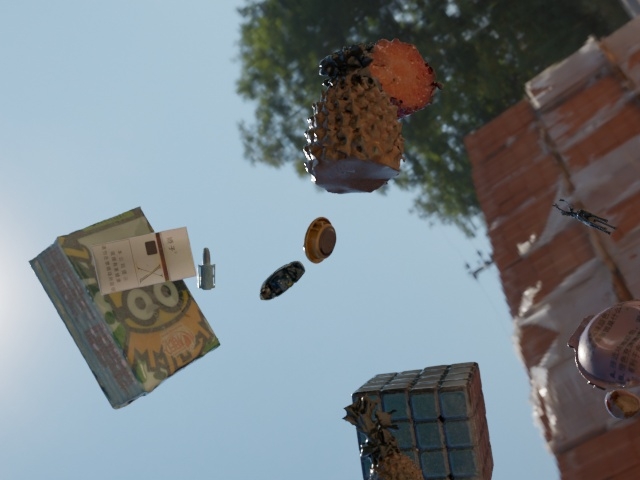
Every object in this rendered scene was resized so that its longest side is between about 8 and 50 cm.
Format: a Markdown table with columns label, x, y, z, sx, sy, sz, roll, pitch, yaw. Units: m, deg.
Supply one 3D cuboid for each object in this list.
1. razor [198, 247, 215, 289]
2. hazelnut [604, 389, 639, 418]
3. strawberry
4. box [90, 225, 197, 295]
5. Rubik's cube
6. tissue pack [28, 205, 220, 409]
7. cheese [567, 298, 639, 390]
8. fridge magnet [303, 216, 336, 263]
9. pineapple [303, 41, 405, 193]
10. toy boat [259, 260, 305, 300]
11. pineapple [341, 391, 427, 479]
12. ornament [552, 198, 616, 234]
| label | x | y | z | sx | sy | sz | roll | pitch | yaw |
| --- | --- | --- | --- | --- | --- | --- | --- | --- | --- |
| razor | -0.268 | 0.054 | 1.979 | 0.040 | 0.068 | 0.135 | 0 | -153 | -9 |
| hazelnut | 0.769 | 0.416 | 2.159 | 0.086 | 0.086 | 0.086 | 43 | -154 | -27 |
| strawberry | 0.189 | -0.417 | 2.291 | 0.234 | 0.178 | 0.233 | 11 | -116 | -24 |
| box | -0.283 | 0.032 | 1.364 | 0.040 | 0.154 | 0.083 | -171 | 70 | -84 |
| Rubik's cube | 0.303 | 0.559 | 2.438 | 0.344 | 0.337 | 0.344 | -5 | -95 | -75 |
| tissue pack | -0.348 | 0.115 | 1.531 | 0.310 | 0.128 | 0.228 | 59 | -147 | 0 |
| cheese | 0.512 | 0.166 | 1.312 | 0.189 | 0.286 | 0.074 | -53 | -58 | -20 |
| fridge magnet | 0.000 | 0.000 | 2.516 | 0.143 | 0.063 | 0.143 | -21 | -65 | -53 |
| pineapple | 0.069 | -0.289 | 1.800 | 0.223 | 0.223 | 0.357 | 26 | -123 | -49 |
| toy boat | -0.097 | 0.102 | 2.102 | 0.060 | 0.137 | 0.061 | 61 | 169 | -24 |
| pineapple | 0.128 | 0.423 | 1.687 | 0.125 | 0.125 | 0.251 | 22 | -146 | -53 |
| ornament | 0.490 | -0.048 | 1.592 | 0.125 | 0.028 | 0.073 | 32 | -174 | 37 |
